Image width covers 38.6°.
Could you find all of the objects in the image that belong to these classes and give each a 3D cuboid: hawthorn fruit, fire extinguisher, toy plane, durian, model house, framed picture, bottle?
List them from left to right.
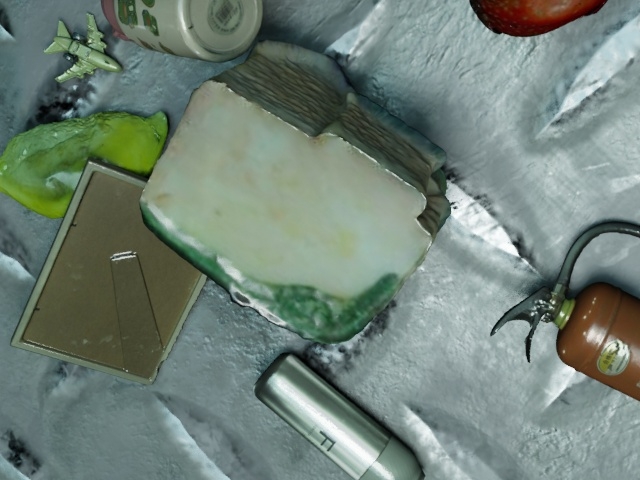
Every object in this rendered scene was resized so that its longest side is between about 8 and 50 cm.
[{"bbox_3d":[-0.324,-0.100,1.235,0.250,0.101,0.139,-6,98,10],"label":"durian"},{"bbox_3d":[-0.319,-0.254,1.239,0.111,0.040,0.102,27,95,10],"label":"toy plane"},{"bbox_3d":[-0.267,0.052,1.238,0.211,0.020,0.289,21,107,-21],"label":"framed picture"},{"bbox_3d":[-0.184,-0.287,1.112,0.253,0.120,0.120,23,109,48],"label":"bottle"},{"bbox_3d":[-0.003,-0.079,1.075,0.298,0.284,0.243,34,124,-1],"label":"model house"},{"bbox_3d":[0.023,0.257,1.228,0.254,0.079,0.096,38,145,5],"label":"bottle"},{"bbox_3d":[0.264,-0.331,1.005,0.235,0.181,0.181,-28,92,17],"label":"hawthorn fruit"},{"bbox_3d":[0.412,0.116,1.099,0.376,0.113,0.200,25,63,8],"label":"fire extinguisher"}]
